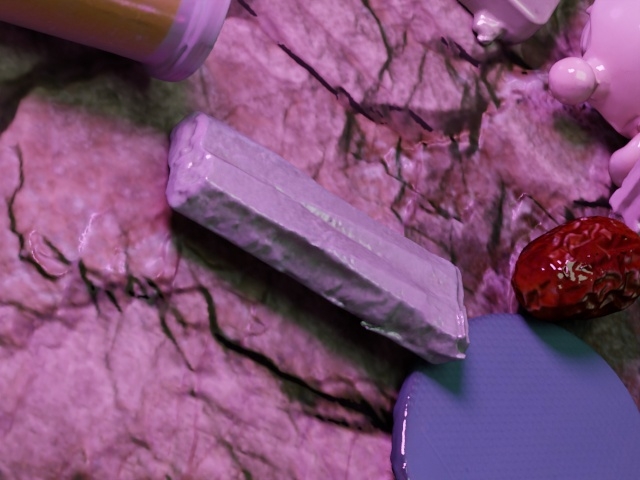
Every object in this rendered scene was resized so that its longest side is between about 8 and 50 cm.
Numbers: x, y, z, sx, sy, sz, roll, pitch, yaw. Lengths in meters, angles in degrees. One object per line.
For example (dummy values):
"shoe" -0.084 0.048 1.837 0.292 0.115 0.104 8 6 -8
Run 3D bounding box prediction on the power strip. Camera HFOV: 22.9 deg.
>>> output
"power strip" 0.170 -0.266 1.309 0.118 0.046 0.270 44 48 -10

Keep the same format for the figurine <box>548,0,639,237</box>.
"figurine" 0.269 -0.113 1.241 0.182 0.144 0.256 -9 60 -5

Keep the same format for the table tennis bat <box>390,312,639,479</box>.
"table tennis bat" 0.116 0.166 1.026 0.329 0.044 0.215 -31 87 -46

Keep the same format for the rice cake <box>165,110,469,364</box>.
"rice cake" 0.000 0.000 1.015 0.226 0.040 0.085 31 32 -18

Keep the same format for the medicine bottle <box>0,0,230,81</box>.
"medicine bottle" -0.256 -0.194 0.891 0.426 0.108 0.108 14 58 -32

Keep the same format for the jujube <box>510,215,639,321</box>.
"jujube" 0.183 0.023 1.130 0.129 0.077 0.077 -18 77 -50
